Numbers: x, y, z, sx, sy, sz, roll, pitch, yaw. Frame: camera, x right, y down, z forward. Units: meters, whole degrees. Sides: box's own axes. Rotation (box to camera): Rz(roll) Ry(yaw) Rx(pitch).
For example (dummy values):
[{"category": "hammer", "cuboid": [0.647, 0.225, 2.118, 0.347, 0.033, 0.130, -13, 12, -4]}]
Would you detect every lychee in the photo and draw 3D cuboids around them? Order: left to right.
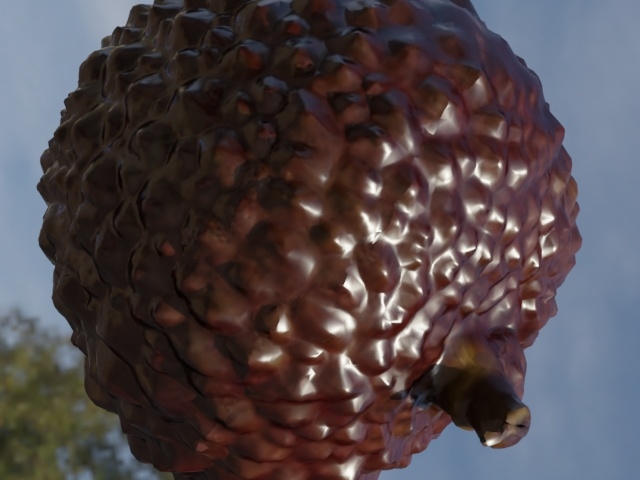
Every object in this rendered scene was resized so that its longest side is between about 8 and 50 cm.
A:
[{"category": "lychee", "cuboid": [0.000, 0.000, 0.892, 0.300, 0.264, 0.264, 48, -41, 33]}]
